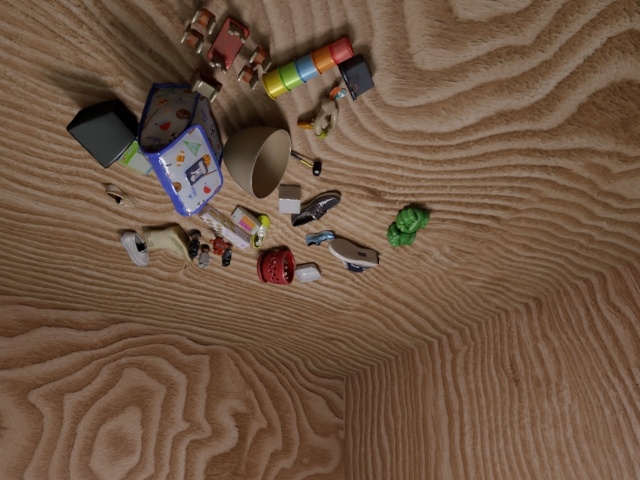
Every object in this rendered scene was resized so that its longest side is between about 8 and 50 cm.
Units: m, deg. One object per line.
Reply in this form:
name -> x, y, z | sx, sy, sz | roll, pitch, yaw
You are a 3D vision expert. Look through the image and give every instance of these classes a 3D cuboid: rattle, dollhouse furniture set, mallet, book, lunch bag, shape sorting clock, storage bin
rattle -> 0.002, -0.499, 1.564 | 0.130, 0.143, 0.199 | -18, 136, -31
dollhouse furniture set -> -0.332, -0.604, 1.377 | 0.262, 0.135, 0.259 | 26, 126, -30
mallet -> -0.074, -0.346, 1.777 | 0.190, 0.062, 0.039 | 33, 134, -15
book -> -0.369, -0.097, 2.073 | 0.144, 0.035, 0.096 | 39, 135, -8
lunch bag -> -0.495, -0.326, 1.510 | 0.239, 0.385, 0.328 | -2, 143, 5
shape sorting clock -> -0.760, -0.362, 1.754 | 0.206, 0.040, 0.206 | -8, 142, -6
storage bin -> 0.125, -0.562, 1.430 | 0.091, 0.098, 0.135 | -24, 138, 14

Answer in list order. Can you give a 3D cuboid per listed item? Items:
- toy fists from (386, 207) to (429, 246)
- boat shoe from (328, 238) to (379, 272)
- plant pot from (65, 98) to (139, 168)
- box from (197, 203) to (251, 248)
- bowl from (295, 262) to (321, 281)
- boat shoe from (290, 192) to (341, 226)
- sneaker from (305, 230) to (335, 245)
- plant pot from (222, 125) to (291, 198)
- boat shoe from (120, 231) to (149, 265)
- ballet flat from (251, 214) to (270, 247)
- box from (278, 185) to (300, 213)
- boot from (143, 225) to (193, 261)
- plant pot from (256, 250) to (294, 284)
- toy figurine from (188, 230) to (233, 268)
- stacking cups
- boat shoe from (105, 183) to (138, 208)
toy fists -> 0.430, -0.062, 2.099 | 0.142, 0.096, 0.279 | 10, 144, -11
boat shoe -> 0.152, 0.100, 2.290 | 0.341, 0.127, 0.158 | 20, 141, -30
plant pot -> -0.788, -0.416, 1.557 | 0.167, 0.187, 0.188 | -27, 128, 8
box -> -0.485, -0.067, 2.134 | 0.063, 0.067, 0.324 | -21, 138, 27
bowl -> -0.075, 0.186, 2.482 | 0.142, 0.053, 0.142 | -10, 142, 15
boat shoe -> -0.024, -0.140, 2.001 | 0.285, 0.092, 0.103 | -21, 139, 27
sneaker -> 0.000, 0.000, 2.208 | 0.162, 0.073, 0.063 | -12, 142, 15
plant pot -> -0.268, -0.329, 1.638 | 0.191, 0.284, 0.284 | 25, 147, 16
boat shoe -> -0.992, 0.047, 2.282 | 0.088, 0.096, 0.267 | 0, 136, 9
ballet flat -> -0.311, -0.038, 2.158 | 0.077, 0.077, 0.231 | 7, 143, -17
box -> -0.143, -0.190, 1.938 | 0.102, 0.087, 0.101 | 3, 144, -3
boot -> -0.810, 0.027, 2.241 | 0.203, 0.095, 0.262 | -5, 142, 8
plant pot -> -0.252, 0.156, 2.331 | 0.174, 0.191, 0.191 | -6, 144, 16
toy figurine -> -0.584, 0.043, 2.230 | 0.213, 0.148, 0.209 | -7, 149, 7
stacking cups -> -0.043, -0.590, 1.406 | 0.316, 0.096, 0.096 | -20, 139, 19
boat shoe -> -0.946, -0.195, 1.971 | 0.063, 0.059, 0.170 | -20, 139, 26
